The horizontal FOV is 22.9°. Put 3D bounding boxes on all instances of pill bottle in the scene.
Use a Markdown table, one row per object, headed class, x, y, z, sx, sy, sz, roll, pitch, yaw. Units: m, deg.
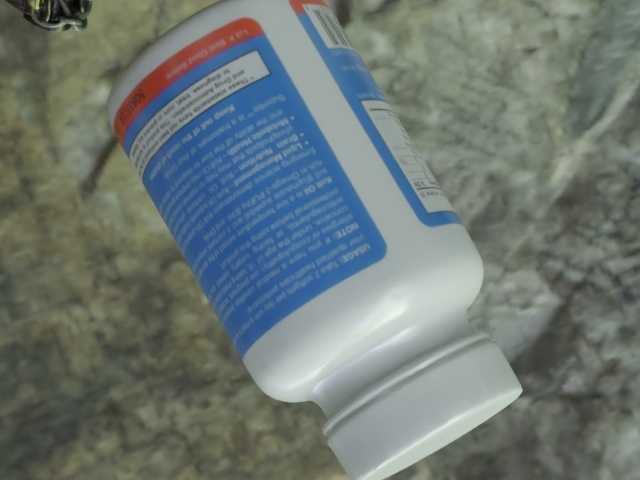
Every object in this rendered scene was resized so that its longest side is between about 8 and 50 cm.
| class | x | y | z | sx | sy | sz | roll | pitch | yaw |
| --- | --- | --- | --- | --- | --- | --- | --- | --- | --- |
| pill bottle | 0.000 | 0.000 | 0.753 | 0.221 | 0.124 | 0.124 | 60 | -40 | 13 |

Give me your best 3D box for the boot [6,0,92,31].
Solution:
| class | x | y | z | sx | sy | sz | roll | pitch | yaw |
| --- | --- | --- | --- | --- | --- | --- | --- | --- | --- |
| boot | -0.132 | -0.224 | 0.860 | 0.263 | 0.091 | 0.229 | 41 | -50 | 53 |
